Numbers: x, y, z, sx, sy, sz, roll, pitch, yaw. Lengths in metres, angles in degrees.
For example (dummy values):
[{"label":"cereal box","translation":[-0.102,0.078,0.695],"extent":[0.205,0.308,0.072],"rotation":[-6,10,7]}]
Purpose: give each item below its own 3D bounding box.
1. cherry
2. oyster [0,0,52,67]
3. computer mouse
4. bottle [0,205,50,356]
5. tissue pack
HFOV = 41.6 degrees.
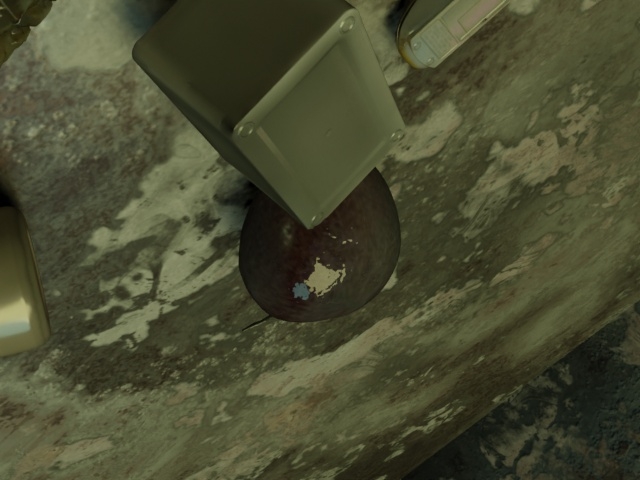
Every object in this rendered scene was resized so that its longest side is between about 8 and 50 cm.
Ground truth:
[{"label":"cherry","translation":[0.000,0.000,1.052],"extent":[0.213,0.184,0.266],"rotation":[-23,139,-44]},{"label":"oyster","translation":[-0.236,-0.197,0.658],"extent":[0.345,0.078,0.129],"rotation":[-42,157,12]},{"label":"computer mouse","translation":[0.165,-0.273,0.936],"extent":[0.199,0.044,0.102],"rotation":[-40,149,15]},{"label":"bottle","translation":[-0.396,0.058,0.819],"extent":[0.237,0.147,0.147],"rotation":[-12,146,-17]},{"label":"tissue pack","translation":[-0.035,-0.139,0.808],"extent":[0.159,0.136,0.246],"rotation":[-47,155,-4]}]
